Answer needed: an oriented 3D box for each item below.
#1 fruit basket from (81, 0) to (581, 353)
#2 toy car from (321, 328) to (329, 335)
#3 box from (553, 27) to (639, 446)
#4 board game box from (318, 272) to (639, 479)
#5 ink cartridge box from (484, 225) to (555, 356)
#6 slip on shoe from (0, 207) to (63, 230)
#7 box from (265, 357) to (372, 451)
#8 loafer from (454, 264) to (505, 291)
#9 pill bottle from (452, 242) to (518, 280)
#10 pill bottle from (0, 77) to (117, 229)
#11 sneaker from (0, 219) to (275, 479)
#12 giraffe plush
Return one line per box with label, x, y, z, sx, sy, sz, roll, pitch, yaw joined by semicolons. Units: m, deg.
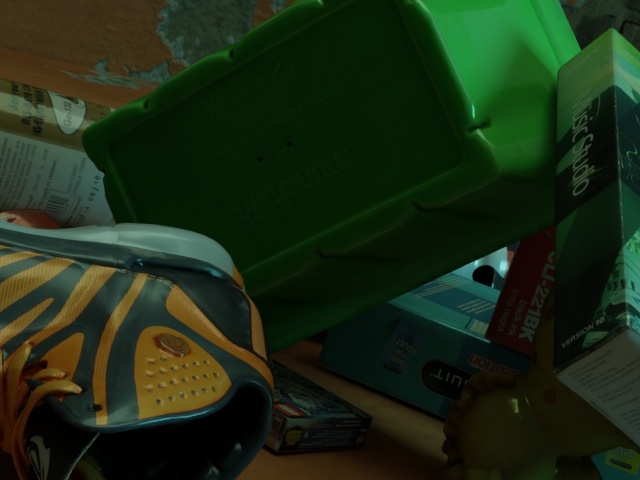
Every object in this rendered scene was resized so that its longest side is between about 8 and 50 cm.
fruit basket;0.039;-0.098;1.041;0.392;0.283;0.392;-24;-4;-2
toy car;0.000;0.000;1.255;0.159;0.136;0.182;21;22;23
box;0.237;0.030;0.795;0.232;0.058;0.322;40;32;-19
board game box;0.200;0.123;1.155;0.336;0.079;0.254;22;11;20
ink cartridge box;0.294;0.066;1.059;0.273;0.114;0.197;20;10;16
slip on shoe;-0.201;0.032;0.871;0.331;0.101;0.123;26;10;32
box;-0.043;0.110;0.933;0.137;0.027;0.094;26;11;39
loafer;0.184;0.068;1.437;0.223;0.078;0.076;14;11;-23
pill bottle;0.222;0.040;1.576;0.193;0.108;0.108;13;11;-24
pill bottle;-0.311;-0.092;1.273;0.229;0.131;0.131;13;11;-24
sneaker;-0.173;0.067;0.659;0.321;0.124;0.180;-2;33;-17
giraffe plush;0.168;0.123;0.886;0.210;0.170;0.181;46;12;17
